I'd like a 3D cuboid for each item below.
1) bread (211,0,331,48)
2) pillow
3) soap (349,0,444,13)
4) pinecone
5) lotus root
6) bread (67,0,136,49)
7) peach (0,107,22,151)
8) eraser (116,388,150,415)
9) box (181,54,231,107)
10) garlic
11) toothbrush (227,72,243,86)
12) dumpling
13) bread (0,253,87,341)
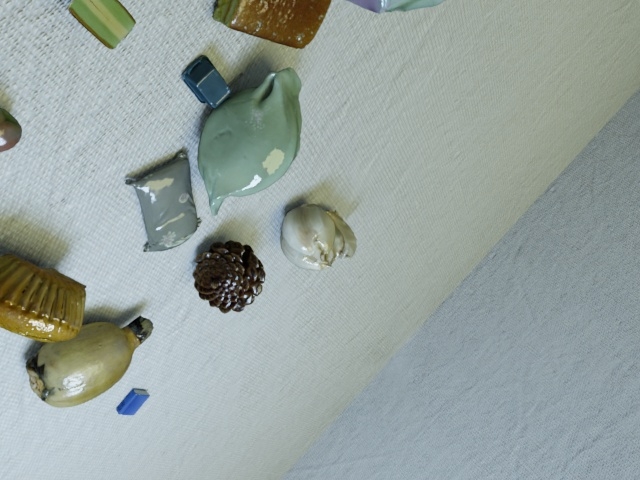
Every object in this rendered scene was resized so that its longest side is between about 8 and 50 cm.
[{"bbox_3d":[-0.088,-0.507,1.165,0.234,0.110,0.184,-6,129,-47],"label":"bread"},{"bbox_3d":[-0.362,-0.073,1.347,0.169,0.059,0.255,-27,143,-25],"label":"pillow"},{"bbox_3d":[0.260,-0.706,1.320,0.446,0.156,0.261,-37,146,-18],"label":"soap"},{"bbox_3d":[-0.243,0.095,1.556,0.207,0.207,0.208,-30,143,-26],"label":"pinecone"},{"bbox_3d":[-0.558,0.288,1.406,0.310,0.182,0.183,-28,143,-37],"label":"lotus root"},{"bbox_3d":[-0.380,-0.391,0.929,0.074,0.084,0.139,-48,169,1],"label":"bread"},{"bbox_3d":[-0.562,-0.189,0.972,0.083,0.083,0.083,-30,143,-26],"label":"peach"},{"bbox_3d":[-0.571,0.493,1.720,0.085,0.027,0.063,-50,146,4],"label":"eraser"},{"bbox_3d":[-0.240,-0.337,1.215,0.074,0.054,0.099,-47,147,-5],"label":"box"},{"bbox_3d":[-0.015,0.008,1.711,0.184,0.203,0.281,-35,154,15],"label":"garlic"},{"bbox_3d":[-0.212,-0.348,1.281,0.097,0.006,0.008,-43,159,-8],"label":"toothbrush"},{"bbox_3d":[-0.161,-0.239,1.299,0.320,0.270,0.212,-26,125,10],"label":"dumpling"},{"bbox_3d":[-0.588,0.118,1.139,0.139,0.239,0.240,-64,149,-11],"label":"bread"}]
